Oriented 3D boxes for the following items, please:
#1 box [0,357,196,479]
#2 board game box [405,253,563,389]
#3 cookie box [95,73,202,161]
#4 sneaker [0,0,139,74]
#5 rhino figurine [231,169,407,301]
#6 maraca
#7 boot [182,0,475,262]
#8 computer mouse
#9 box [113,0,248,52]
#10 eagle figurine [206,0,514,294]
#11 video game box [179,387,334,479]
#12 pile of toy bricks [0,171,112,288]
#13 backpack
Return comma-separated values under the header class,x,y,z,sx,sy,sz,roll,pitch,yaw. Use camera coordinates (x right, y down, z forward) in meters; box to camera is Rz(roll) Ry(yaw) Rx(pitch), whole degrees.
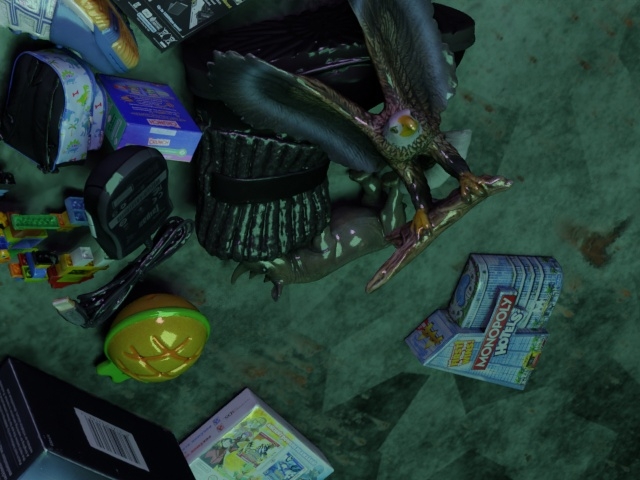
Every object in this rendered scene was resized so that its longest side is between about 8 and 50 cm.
class,x,y,z,sx,sy,sz,roll,pitch,yaw
box,-0.344,0.349,1.903,0.294,0.183,0.296,-47,132,12
board game box,0.224,0.115,2.121,0.194,0.060,0.194,1,123,-31
cookie box,-0.191,-0.132,1.668,0.091,0.107,0.040,6,120,-32
sneaker,-0.306,-0.255,1.528,0.131,0.112,0.296,-35,126,13
rhino figurine,0.000,0.000,1.901,0.243,0.073,0.106,-27,130,-6
maraca,-0.204,0.128,1.873,0.127,0.099,0.186,5,147,-23
boot,0.012,-0.127,1.765,0.348,0.131,0.260,-12,122,-8
computer mouse,-0.232,-0.007,1.645,0.184,0.060,0.262,-46,163,-12
box,-0.147,-0.354,1.503,0.242,0.076,0.307,-29,135,15
eagle figurine,0.061,-0.138,1.610,0.226,0.298,0.225,-41,-176,-35
video game box,-0.108,0.315,2.098,0.187,0.048,0.205,-38,134,5
pile of toy bricks,-0.345,0.001,1.705,0.105,0.118,0.212,-32,158,35
backpack,-0.277,-0.144,1.620,0.084,0.105,0.114,-20,133,-45
